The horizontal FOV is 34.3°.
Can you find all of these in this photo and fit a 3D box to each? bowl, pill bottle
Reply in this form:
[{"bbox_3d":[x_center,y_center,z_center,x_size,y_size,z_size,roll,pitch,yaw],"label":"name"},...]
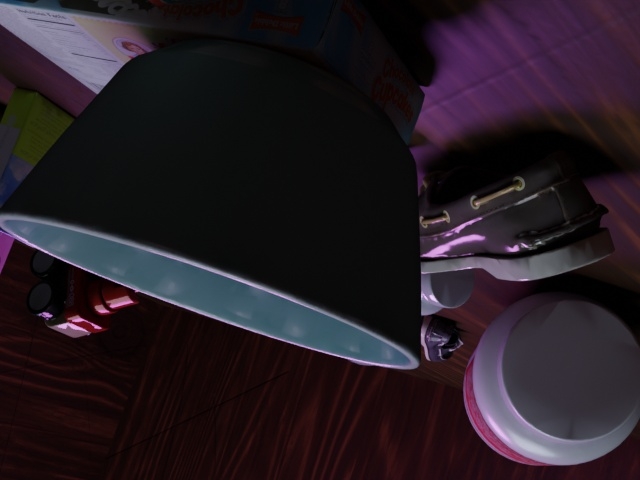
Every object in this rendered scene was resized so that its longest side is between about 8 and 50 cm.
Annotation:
[{"bbox_3d":[-0.055,-0.032,0.746,0.312,0.163,0.311,17,169,3],"label":"bowl"},{"bbox_3d":[0.115,0.044,1.365,0.103,0.103,0.184,25,168,-31],"label":"pill bottle"},{"bbox_3d":[0.320,0.197,1.440,0.229,0.229,0.407,18,170,9],"label":"pill bottle"}]

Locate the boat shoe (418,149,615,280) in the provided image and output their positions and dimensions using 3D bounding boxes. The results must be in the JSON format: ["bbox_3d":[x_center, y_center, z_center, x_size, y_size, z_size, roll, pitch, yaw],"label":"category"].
[{"bbox_3d":[0.145,-0.024,0.965,0.117,0.096,0.324,-20,-173,-19],"label":"boat shoe"}]

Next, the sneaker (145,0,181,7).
[{"bbox_3d":[-0.096,-0.198,0.634,0.075,0.057,0.161,-2,163,16],"label":"sneaker"}]

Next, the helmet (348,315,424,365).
[{"bbox_3d":[0.089,0.129,1.756,0.161,0.169,0.169,33,178,29],"label":"helmet"}]

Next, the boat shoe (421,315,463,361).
[{"bbox_3d":[0.249,0.206,2.079,0.065,0.075,0.206,18,166,23],"label":"boat shoe"}]

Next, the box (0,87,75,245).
[{"bbox_3d":[-0.378,-0.092,1.331,0.042,0.178,0.109,14,169,26],"label":"box"}]

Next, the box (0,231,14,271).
[{"bbox_3d":[-0.665,-0.070,1.886,0.117,0.213,0.243,14,168,30],"label":"box"}]

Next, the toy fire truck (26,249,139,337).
[{"bbox_3d":[-0.319,0.012,1.565,0.246,0.217,0.158,-15,151,24],"label":"toy fire truck"}]

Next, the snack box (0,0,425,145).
[{"bbox_3d":[-0.097,-0.154,0.816,0.322,0.060,0.187,14,169,26],"label":"snack box"}]

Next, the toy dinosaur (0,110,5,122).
[{"bbox_3d":[-0.478,-0.150,1.487,0.314,0.121,0.160,28,155,-24],"label":"toy dinosaur"}]
